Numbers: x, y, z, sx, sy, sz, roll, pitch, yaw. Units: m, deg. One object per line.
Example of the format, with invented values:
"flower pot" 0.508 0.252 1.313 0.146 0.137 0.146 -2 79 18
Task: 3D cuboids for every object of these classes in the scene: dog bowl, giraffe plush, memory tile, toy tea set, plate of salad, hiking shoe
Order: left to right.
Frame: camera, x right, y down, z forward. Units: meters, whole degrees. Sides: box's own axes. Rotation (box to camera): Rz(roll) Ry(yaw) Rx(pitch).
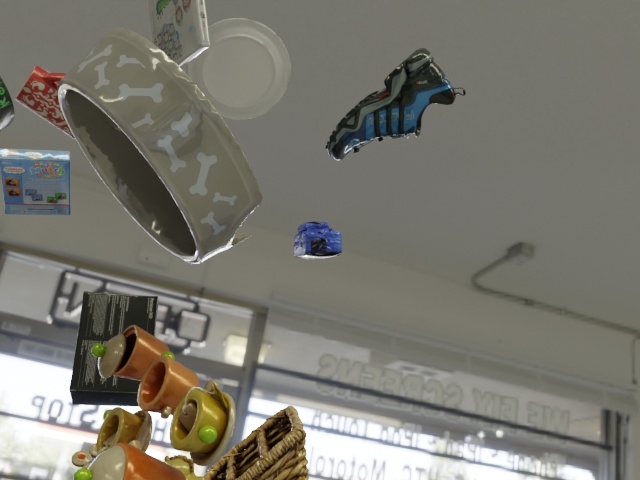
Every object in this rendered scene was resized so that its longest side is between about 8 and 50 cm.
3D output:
"memory tile" -0.393 0.432 1.380 0.113 0.012 0.148 -17 39 -41
"toy tea set" -0.242 0.216 0.905 0.124 0.200 0.336 29 -3 -31
"dog bowl" -0.230 -0.115 1.014 0.348 0.102 0.349 40 -23 21
"giraffe plush" -0.357 0.641 1.887 0.170 0.210 0.181 34 -26 19
"plate of salad" -0.157 -0.331 1.405 0.199 0.048 0.200 -4 -59 -7
"hiking shoe" 0.135 -0.241 1.463 0.132 0.113 0.304 47 -56 -5

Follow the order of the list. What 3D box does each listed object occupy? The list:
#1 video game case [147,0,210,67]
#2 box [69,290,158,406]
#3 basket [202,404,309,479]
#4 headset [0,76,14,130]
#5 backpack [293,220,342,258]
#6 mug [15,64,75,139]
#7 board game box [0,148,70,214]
"video game case" -0.217 -0.336 1.098 0.019 0.143 0.157 -4 -5 -37
"box" -0.499 0.265 1.778 0.184 0.261 0.103 4 -34 -10
"basket" -0.128 0.430 1.299 0.213 0.223 0.299 -6 -3 -5
"headset" -0.792 -0.310 1.481 0.394 0.185 0.243 10 -43 39
"backpack" 0.000 0.000 1.965 0.120 0.101 0.098 3 -3 -24
"mug" -0.576 -0.324 1.637 0.169 0.150 0.113 31 15 -25
"board game box" -0.706 -0.142 1.810 0.160 0.039 0.212 0 -36 -19
